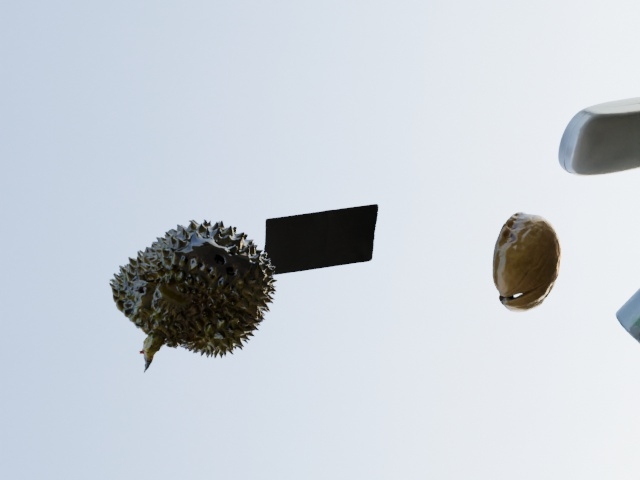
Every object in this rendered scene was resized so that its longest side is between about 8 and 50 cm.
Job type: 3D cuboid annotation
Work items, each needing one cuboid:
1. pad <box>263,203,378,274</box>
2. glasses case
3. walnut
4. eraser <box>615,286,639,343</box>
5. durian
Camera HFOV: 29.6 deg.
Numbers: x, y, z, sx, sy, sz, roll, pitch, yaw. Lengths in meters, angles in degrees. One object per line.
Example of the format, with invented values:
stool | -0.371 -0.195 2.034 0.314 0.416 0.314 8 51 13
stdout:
pad | 0.000 0.000 1.951 0.193 0.004 0.116 -8 -53 -17
glasses case | 0.397 -0.137 1.577 0.233 0.059 0.092 -13 -56 -36
walnut | 0.406 0.034 2.299 0.167 0.087 0.211 47 -128 -33
eraser | 0.500 0.063 1.480 0.227 0.174 0.081 -50 3 20
durian | -0.152 0.054 1.504 0.193 0.138 0.237 33 -146 -3
